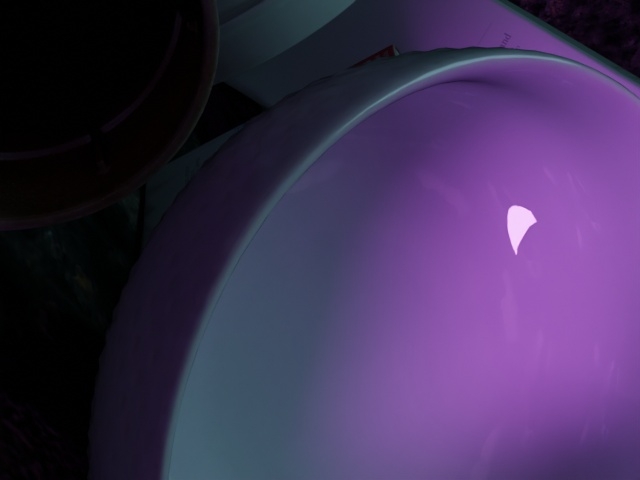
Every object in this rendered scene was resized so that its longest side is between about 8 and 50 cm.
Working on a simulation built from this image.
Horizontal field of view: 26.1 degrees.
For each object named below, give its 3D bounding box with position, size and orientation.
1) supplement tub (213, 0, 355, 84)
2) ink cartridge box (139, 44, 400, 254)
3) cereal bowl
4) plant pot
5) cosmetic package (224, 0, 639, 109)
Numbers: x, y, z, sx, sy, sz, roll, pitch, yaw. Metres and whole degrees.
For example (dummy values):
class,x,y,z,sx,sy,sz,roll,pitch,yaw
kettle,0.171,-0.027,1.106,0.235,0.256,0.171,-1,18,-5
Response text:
class,x,y,z,sx,sy,sz,roll,pitch,yaw
supplement tub,-0.107,-0.258,0.735,0.316,0.228,0.228,57,17,-27
ink cartridge box,0.000,0.000,0.802,0.128,0.176,0.127,56,14,-32
cereal bowl,0.036,0.076,0.649,0.141,0.339,0.339,13,-38,53
plant pot,-0.136,-0.118,0.579,0.167,0.167,0.165,54,10,-36
cosmetic package,0.099,-0.106,1.015,0.385,0.156,0.217,32,10,14
